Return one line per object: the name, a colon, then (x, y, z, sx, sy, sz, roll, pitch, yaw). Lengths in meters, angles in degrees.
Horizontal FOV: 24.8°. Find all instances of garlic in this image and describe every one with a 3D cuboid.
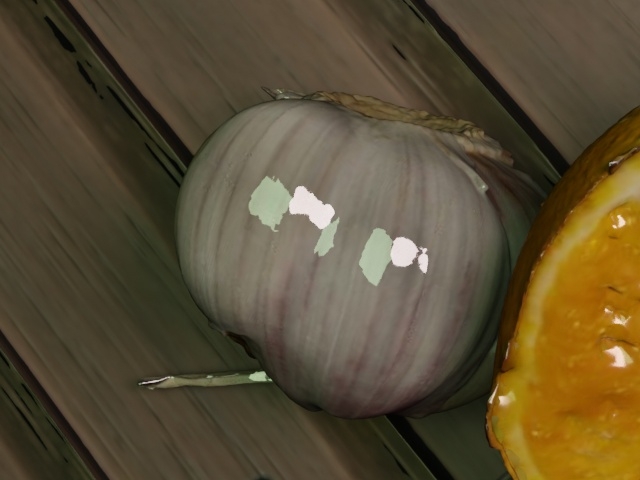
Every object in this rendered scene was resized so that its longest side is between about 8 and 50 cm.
garlic: (0.000, 0.000, 0.817, 0.256, 0.207, 0.207, -19, 78, 47)

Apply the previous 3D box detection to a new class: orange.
orange: (0.252, 0.031, 0.678, 0.310, 0.274, 0.274, -2, 83, 34)
